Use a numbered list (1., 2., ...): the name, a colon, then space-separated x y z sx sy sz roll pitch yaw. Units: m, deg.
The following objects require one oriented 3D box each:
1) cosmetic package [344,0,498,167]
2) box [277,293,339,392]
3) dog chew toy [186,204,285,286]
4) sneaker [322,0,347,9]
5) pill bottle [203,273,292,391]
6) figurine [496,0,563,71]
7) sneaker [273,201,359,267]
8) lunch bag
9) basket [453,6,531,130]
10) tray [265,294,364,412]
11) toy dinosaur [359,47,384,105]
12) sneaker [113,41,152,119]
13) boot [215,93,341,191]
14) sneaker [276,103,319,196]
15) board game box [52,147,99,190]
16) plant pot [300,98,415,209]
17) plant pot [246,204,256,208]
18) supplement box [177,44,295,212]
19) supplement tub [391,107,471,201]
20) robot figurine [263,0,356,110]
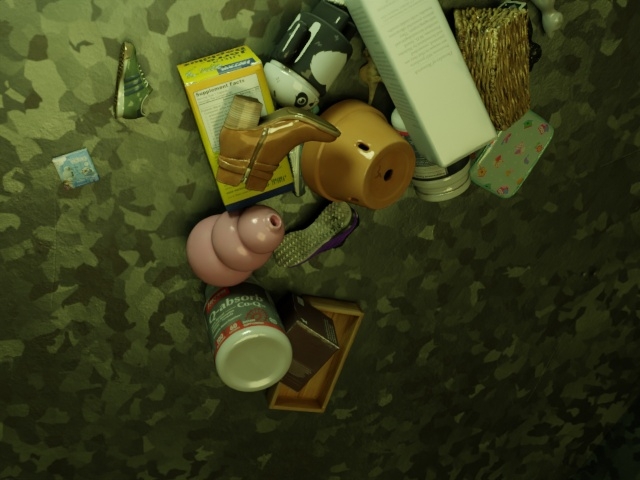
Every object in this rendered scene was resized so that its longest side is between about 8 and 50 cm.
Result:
1. cosmetic package: 0.240 -0.423 1.614 0.161 0.230 0.453 -28 107 2
2. box: -0.076 0.312 2.018 0.167 0.168 0.203 36 106 -19
3. dog chew toy: -0.221 0.002 1.801 0.206 0.207 0.332 29 144 -29
4. sneaker: 0.139 -0.639 1.710 0.275 0.107 0.110 5 106 -21
5. pill bottle: -0.221 0.240 1.894 0.210 0.363 0.210 -8 120 -15
6. figurine: 0.602 -0.620 1.865 0.215 0.092 0.209 -54 130 -13
7. sneaker: 0.001 0.001 1.998 0.293 0.102 0.146 -34 156 18
8. lunch bag: 0.568 -0.277 2.041 0.224 0.108 0.279 22 108 -30
9. basket: 0.419 -0.455 1.787 0.213 0.223 0.299 -39 131 -36
10. tray: -0.024 0.383 2.209 0.202 0.076 0.411 11 112 -23
11. toy dinosaur: 0.154 -0.456 1.849 0.092 0.053 0.183 -5 124 3
12. sneaker: -0.462 -0.394 1.658 0.086 0.064 0.192 2 116 -28
13. boot: -0.108 -0.215 1.610 0.283 0.109 0.220 9 112 -21
14. sneaker: -0.044 -0.254 1.846 0.122 0.110 0.283 -11 120 -17
15. board game box: -0.636 -0.185 1.729 0.090 0.020 0.090 -20 120 -8
16. plant pot: 0.120 -0.214 1.811 0.291 0.203 0.291 -26 133 -31
17. plant pot: -0.189 -0.066 1.919 0.083 0.083 0.079 -43 109 6
18. supplement box: -0.217 -0.289 1.715 0.194 0.195 0.357 -19 122 -9
19. supplement tub: 0.324 -0.270 1.911 0.191 0.191 0.272 -25 122 -5
20. robot figurine: -0.026 -0.461 1.688 0.209 0.173 0.278 34 92 -28
